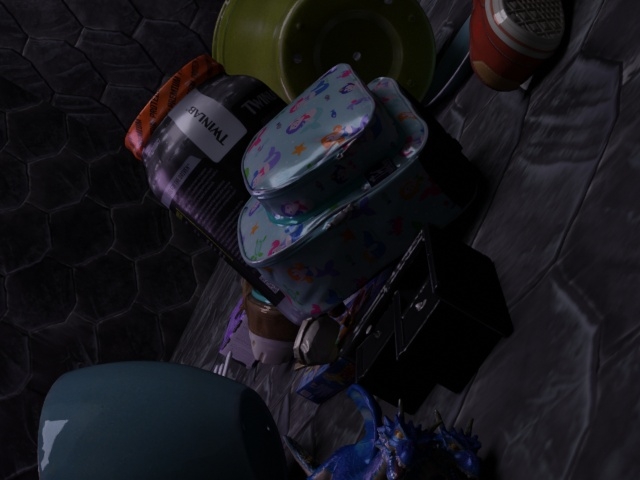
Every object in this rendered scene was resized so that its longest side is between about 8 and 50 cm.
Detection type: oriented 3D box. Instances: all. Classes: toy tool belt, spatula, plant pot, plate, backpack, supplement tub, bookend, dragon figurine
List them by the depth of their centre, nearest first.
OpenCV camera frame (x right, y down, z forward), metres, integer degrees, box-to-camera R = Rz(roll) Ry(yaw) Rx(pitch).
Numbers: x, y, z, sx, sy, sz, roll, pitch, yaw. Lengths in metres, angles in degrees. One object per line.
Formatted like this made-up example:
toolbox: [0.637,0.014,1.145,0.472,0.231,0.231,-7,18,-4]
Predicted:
dragon figurine: [0.043,0.168,0.846,0.144,0.085,0.289,-59,9,1]
bookend: [0.083,0.086,0.941,0.157,0.072,0.156,-58,9,19]
backpack: [0.019,-0.053,1.198,0.253,0.191,0.225,-45,26,13]
plant pot: [-0.150,0.255,1.213,0.195,0.290,0.290,-19,20,12]
toy tool belt: [-0.004,0.106,1.223,0.051,0.052,0.083,-35,25,52]
supplement tub: [-0.076,-0.069,1.424,0.207,0.338,0.207,-48,0,0]
plate: [0.211,-0.275,1.625,0.188,0.024,0.188,-58,7,12]
plant pot: [0.024,-0.296,1.739,0.366,0.366,0.353,-59,13,3]
spatula: [-0.200,0.317,1.887,0.168,0.019,0.242,131,153,-67]

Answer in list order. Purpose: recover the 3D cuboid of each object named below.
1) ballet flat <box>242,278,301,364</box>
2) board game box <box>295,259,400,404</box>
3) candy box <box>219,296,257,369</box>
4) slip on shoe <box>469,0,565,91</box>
ballet flat: [-0.073,0.118,1.679,0.342,0.116,0.124,-140,60,-76]
board game box: [0.044,0.101,1.262,0.136,0.035,0.201,-64,10,-29]
candy box: [-0.095,0.106,1.961,0.196,0.070,0.165,-57,9,21]
slip on shoe: [0.226,-0.289,1.284,0.331,0.123,0.101,-76,13,-47]
